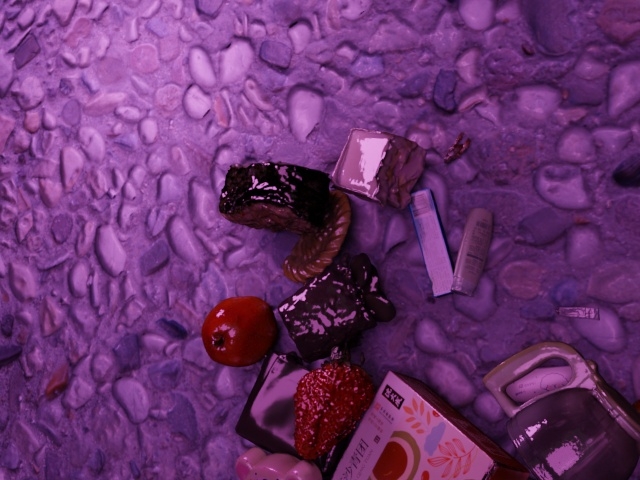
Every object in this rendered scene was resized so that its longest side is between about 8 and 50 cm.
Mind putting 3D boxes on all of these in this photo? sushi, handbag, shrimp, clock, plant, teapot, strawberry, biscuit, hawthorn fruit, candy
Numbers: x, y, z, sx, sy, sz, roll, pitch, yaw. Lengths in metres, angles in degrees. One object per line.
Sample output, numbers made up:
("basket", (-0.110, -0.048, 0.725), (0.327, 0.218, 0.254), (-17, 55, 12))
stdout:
("sushi", (-0.122, -0.110, 1.728), (0.350, 0.211, 0.171), (5, 86, 47))
("handbag", (-0.050, 0.432, 1.699), (0.285, 0.113, 0.257), (21, 91, 24))
("shrimp", (0.342, -0.227, 1.664), (0.038, 0.029, 0.092), (31, 92, 24))
("clock", (-0.086, 0.667, 1.622), (0.284, 0.114, 0.309), (0, 106, 39))
("plant", (0.042, 0.173, 1.657), (0.276, 0.188, 0.199), (-30, 66, -3))
("teapot", (0.529, 0.381, 1.401), (0.239, 0.239, 0.321), (-44, 33, 12))
("strawberry", (0.033, 0.383, 1.545), (0.286, 0.188, 0.106), (-70, 21, 2))
("biscuit", (0.000, 0.000, 1.725), (0.273, 0.036, 0.187), (-57, 31, 5))
("hawthorn fruit", (-0.223, 0.244, 1.739), (0.196, 0.225, 0.196), (3, 97, 24))
("candy", (0.141, -0.174, 1.663), (0.195, 0.137, 0.185), (19, 88, 46))

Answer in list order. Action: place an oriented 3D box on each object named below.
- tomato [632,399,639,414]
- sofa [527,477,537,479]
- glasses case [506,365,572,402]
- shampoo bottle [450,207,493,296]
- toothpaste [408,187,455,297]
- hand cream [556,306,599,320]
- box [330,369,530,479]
("tomato", (0.687, 0.379, 1.410), (0.075, 0.087, 0.087), (-42, 70, 18))
("sofa", (0.356, 0.580, 1.528), (0.225, 0.176, 0.210), (22, 92, 52))
("glasses case", (0.498, 0.325, 1.514), (0.197, 0.049, 0.076), (-9, 81, 22))
("shampoo bottle", (0.358, 0.027, 1.584), (0.072, 0.049, 0.212), (24, 76, -17))
("toothpaste", (0.277, 0.005, 1.650), (0.065, 0.050, 0.266), (-18, 77, 18))
("hand cream", (0.583, 0.164, 1.518), (0.093, 0.019, 0.030), (1, 85, 21))
("box", (0.214, 0.533, 1.468), (0.385, 0.122, 0.344), (34, 99, 57))
